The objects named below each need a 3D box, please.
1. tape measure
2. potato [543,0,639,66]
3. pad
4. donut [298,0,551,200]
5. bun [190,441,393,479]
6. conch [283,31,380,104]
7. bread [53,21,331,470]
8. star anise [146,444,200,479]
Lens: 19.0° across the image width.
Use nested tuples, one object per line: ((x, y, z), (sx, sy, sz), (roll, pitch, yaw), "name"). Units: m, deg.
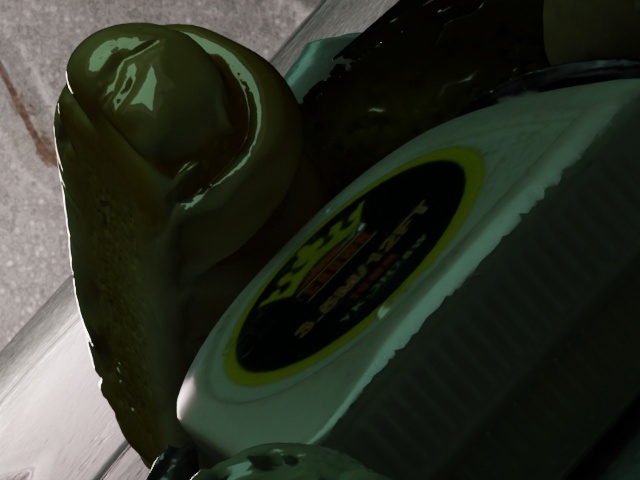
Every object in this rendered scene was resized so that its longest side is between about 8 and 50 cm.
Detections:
((0.071, 0.029, 0.878), (0.271, 0.133, 0.231), (-48, 17, -9), "tape measure")
((0.198, -0.125, 0.869), (0.150, 0.146, 0.234), (-51, 5, -28), "potato")
((0.091, -0.167, 1.574), (0.250, 0.055, 0.323), (-26, 33, 51), "pad")
((0.093, -0.073, 1.084), (0.272, 0.107, 0.272), (-22, -3, -1), "donut")
((-0.031, 0.174, 0.652), (0.239, 0.141, 0.239), (-47, 17, 19), "bun")
((-0.012, -0.124, 1.838), (0.221, 0.121, 0.185), (-29, 15, 40), "conch")
((-0.059, 0.018, 1.045), (0.121, 0.173, 0.311), (-23, -43, -23), "bread")
((-0.085, 0.199, 0.872), (0.231, 0.089, 0.209), (-54, -18, -75), "star anise")
